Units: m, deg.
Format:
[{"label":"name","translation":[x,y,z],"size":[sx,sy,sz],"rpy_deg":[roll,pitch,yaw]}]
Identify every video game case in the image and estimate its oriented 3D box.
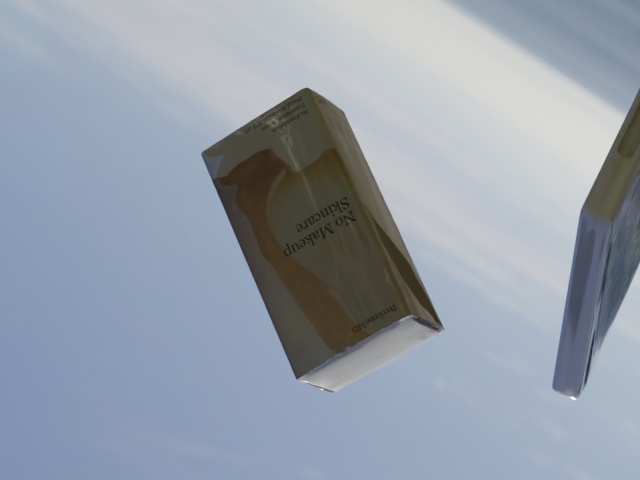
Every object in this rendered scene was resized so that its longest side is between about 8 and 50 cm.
[{"label":"video game case","translation":[0.185,-0.021,1.041],"size":[0.022,0.173,0.190],"rpy_deg":[21,148,15]}]

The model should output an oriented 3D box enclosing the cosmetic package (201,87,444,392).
[{"label":"cosmetic package","translation":[0.000,0.000,0.740],"size":[0.041,0.060,0.115],"rpy_deg":[26,-145,-62]}]
